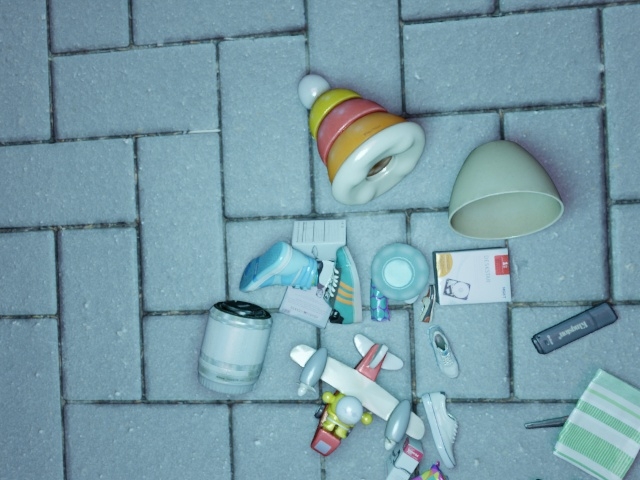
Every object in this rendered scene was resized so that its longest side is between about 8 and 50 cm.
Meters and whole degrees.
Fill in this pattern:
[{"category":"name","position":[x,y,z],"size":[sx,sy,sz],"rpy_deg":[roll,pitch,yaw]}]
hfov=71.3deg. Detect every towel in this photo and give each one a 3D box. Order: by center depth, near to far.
[{"category":"towel","position":[0.940,0.616,1.456],"size":[0.248,0.038,0.324],"rpy_deg":[28,96,3]}]

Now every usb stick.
[{"category":"usb stick","position":[0.848,0.295,1.493],"size":[0.278,0.045,0.077],"rpy_deg":[-28,88,6]}]

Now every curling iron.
[{"category":"curling iron","position":[0.833,0.622,1.502],"size":[0.275,0.035,0.068],"rpy_deg":[-4,90,6]}]

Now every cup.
[{"category":"cup","position":[0.566,-0.172,1.413],"size":[0.332,0.331,0.236],"rpy_deg":[0,65,6]}]

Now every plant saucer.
[{"category":"plant saucer","position":[0.260,0.107,1.481],"size":[0.195,0.037,0.194],"rpy_deg":[1,92,17]}]

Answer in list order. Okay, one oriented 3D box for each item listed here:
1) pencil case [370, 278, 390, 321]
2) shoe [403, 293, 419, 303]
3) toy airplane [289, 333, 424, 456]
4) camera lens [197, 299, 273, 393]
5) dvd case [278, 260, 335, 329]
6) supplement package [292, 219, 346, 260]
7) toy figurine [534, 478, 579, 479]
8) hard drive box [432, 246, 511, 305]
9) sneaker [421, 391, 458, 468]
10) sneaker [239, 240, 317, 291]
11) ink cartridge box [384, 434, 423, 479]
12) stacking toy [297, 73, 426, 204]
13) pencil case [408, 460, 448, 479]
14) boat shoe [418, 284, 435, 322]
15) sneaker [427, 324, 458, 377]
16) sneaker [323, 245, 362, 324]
[{"category":"pencil case","position":[0.208,0.203,1.552],"size":[0.070,0.064,0.151],"rpy_deg":[0,91,20]},{"category":"shoe","position":[0.310,0.123,1.532],"size":[0.064,0.081,0.177],"rpy_deg":[1,93,10]},{"category":"toy airplane","position":[0.117,0.503,1.459],"size":[0.387,0.272,0.383],"rpy_deg":[-13,88,6]},{"category":"camera lens","position":[-0.293,0.354,1.528],"size":[0.220,0.219,0.273],"rpy_deg":[14,92,6]},{"category":"dvd case","position":[-0.026,0.175,1.594],"size":[0.180,0.029,0.238],"rpy_deg":[21,93,5]},{"category":"supplement package","position":[0.000,0.000,1.534],"size":[0.180,0.105,0.105],"rpy_deg":[-2,55,6]},{"category":"toy figurine","position":[0.802,0.904,1.459],"size":[0.213,0.148,0.209],"rpy_deg":[-3,96,4]},{"category":"hard drive box","position":[0.506,0.119,1.507],"size":[0.233,0.089,0.180],"rpy_deg":[-5,90,6]},{"category":"sneaker","position":[0.425,0.642,1.516],"size":[0.092,0.094,0.257],"rpy_deg":[-18,88,10]},{"category":"sneaker","position":[-0.133,0.131,1.538],"size":[0.208,0.319,0.126],"rpy_deg":[26,55,-27]},{"category":"ink cartridge box","position":[0.283,0.749,1.524],"size":[0.063,0.109,0.150],"rpy_deg":[31,93,4]},{"category":"stacking toy","position":[0.084,-0.388,1.483],"size":[0.351,0.350,0.479],"rpy_deg":[-36,69,5]},{"category":"pencil case","position":[0.332,0.864,1.529],"size":[0.237,0.104,0.104],"rpy_deg":[-34,87,3]},{"category":"boat shoe","position":[0.370,0.218,1.545],"size":[0.043,0.049,0.136],"rpy_deg":[8,96,8]},{"category":"sneaker","position":[0.420,0.387,1.522],"size":[0.072,0.083,0.190],"rpy_deg":[-25,89,4]},{"category":"sneaker","position":[0.066,0.162,1.495],"size":[0.121,0.108,0.301],"rpy_deg":[-11,116,-4]}]
